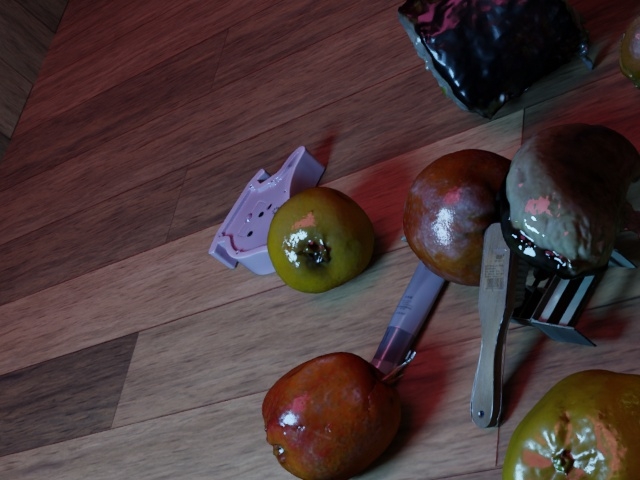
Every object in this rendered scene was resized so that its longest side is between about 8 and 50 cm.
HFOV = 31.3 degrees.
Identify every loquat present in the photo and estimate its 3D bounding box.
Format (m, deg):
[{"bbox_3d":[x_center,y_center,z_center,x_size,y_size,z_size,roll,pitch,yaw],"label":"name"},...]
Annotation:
[{"bbox_3d":[0.000,0.000,2.199,0.208,0.208,0.208,-28,40,27],"label":"loquat"}]

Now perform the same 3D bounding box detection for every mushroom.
[{"bbox_3d":[0.404,-0.082,1.773,0.247,0.130,0.344,24,41,22],"label":"mushroom"}]

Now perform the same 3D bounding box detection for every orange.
[{"bbox_3d":[0.371,0.303,1.488,0.279,0.235,0.279,-31,43,34],"label":"orange"}]

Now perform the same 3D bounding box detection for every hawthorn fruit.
[{"bbox_3d":[0.041,0.278,1.903,0.299,0.211,0.211,-35,36,3],"label":"hawthorn fruit"},{"bbox_3d":[0.241,-0.042,1.933,0.262,0.235,0.231,7,27,23],"label":"hawthorn fruit"}]

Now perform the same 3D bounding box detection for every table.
[{"bbox_3d":[0.393,0.083,1.809,0.146,0.062,0.175,-58,24,-13],"label":"table"}]

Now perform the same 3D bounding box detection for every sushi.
[{"bbox_3d":[0.325,-0.402,2.152,0.294,0.281,0.299,-33,31,13],"label":"sushi"}]

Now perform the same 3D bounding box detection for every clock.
[{"bbox_3d":[-0.075,-0.061,2.438,0.275,0.080,0.290,11,67,50],"label":"clock"}]

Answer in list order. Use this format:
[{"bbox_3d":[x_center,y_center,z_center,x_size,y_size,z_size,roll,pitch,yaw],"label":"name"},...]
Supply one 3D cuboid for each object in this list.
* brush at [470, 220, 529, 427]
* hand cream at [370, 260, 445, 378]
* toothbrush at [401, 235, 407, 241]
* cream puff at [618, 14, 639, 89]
[{"bbox_3d":[0.289,0.134,1.811,0.070,0.065,0.328,6,90,54],"label":"brush"},{"bbox_3d":[0.157,0.135,2.037,0.079,0.048,0.255,8,60,44],"label":"hand cream"},{"bbox_3d":[0.267,-0.040,2.096,0.294,0.026,0.028,-15,62,38],"label":"toothbrush"},{"bbox_3d":[0.586,-0.316,1.933,0.150,0.115,0.165,-14,57,48],"label":"cream puff"}]
